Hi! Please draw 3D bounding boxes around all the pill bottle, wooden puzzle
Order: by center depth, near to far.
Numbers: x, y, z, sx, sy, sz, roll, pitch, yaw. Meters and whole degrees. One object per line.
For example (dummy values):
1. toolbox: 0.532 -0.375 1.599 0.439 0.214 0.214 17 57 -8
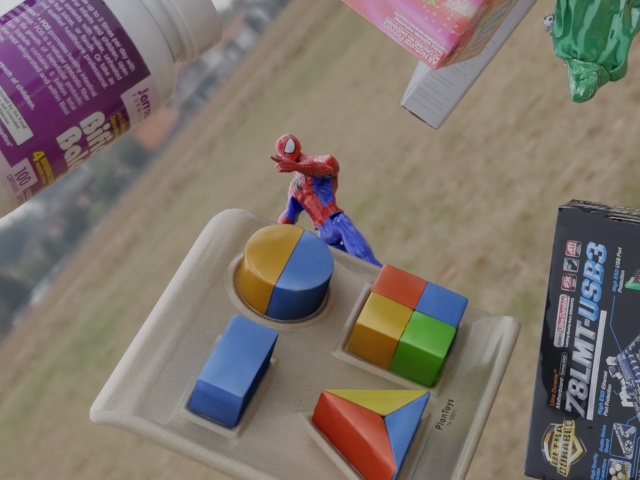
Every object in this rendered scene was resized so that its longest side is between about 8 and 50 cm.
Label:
1. wooden puzzle: -0.002 0.109 1.566 0.322 0.348 0.080 -62 -12 -45
2. pill bottle: -0.252 -0.168 1.618 0.301 0.169 0.169 -37 3 -14

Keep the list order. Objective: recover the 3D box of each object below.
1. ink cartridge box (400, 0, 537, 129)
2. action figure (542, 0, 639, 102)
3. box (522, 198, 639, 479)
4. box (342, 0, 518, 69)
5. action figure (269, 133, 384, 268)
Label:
1. ink cartridge box: 0.225 -0.317 1.898 0.307 0.072 0.303 -54 5 36
2. action figure: 0.265 -0.214 1.581 0.232 0.137 0.063 -73 7 -45
3. box: 0.368 0.125 1.641 0.073 0.293 0.295 -14 -68 -65
4. box: 0.057 -0.313 1.589 0.142 0.300 0.154 -56 -10 22
5. action figure: 0.000 0.000 1.834 0.139 0.280 0.091 -7 -26 -50
